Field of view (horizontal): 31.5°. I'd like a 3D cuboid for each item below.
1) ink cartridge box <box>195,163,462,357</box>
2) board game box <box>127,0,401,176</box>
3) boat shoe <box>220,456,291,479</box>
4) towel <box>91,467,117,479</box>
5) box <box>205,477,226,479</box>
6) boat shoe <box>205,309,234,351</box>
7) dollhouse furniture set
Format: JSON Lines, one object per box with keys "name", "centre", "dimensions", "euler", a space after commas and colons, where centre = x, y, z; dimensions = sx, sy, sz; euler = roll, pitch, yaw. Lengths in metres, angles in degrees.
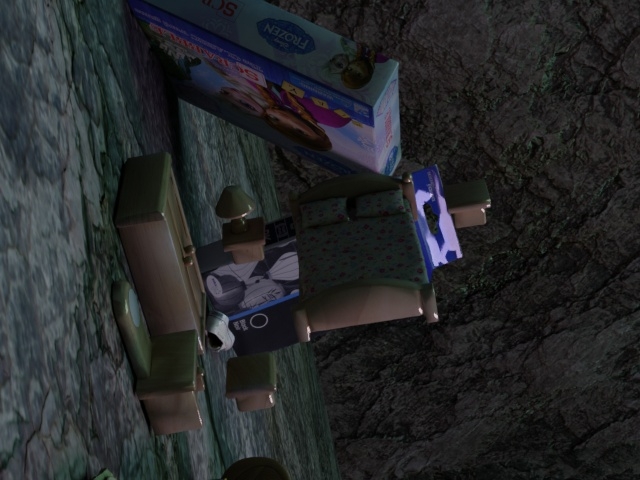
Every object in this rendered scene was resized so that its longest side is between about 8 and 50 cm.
{"name": "ink cartridge box", "centre": [0.019, 0.032, 1.463], "dimensions": [0.065, 0.332, 0.165], "euler": [-108, 176, -55]}
{"name": "board game box", "centre": [-0.056, -0.192, 1.379], "dimensions": [0.066, 0.318, 0.318], "euler": [-61, 168, -11]}
{"name": "boat shoe", "centre": [-0.070, 0.366, 1.148], "dimensions": [0.089, 0.104, 0.285], "euler": [87, 4, -69]}
{"name": "towel", "centre": [-0.138, 0.232, 0.750], "dimensions": [0.110, 0.027, 0.148], "euler": [-70, 150, -84]}
{"name": "box", "centre": [-0.113, 0.250, 0.983], "dimensions": [0.169, 0.054, 0.059], "euler": [42, 38, -86]}
{"name": "boat shoe", "centre": [-0.131, 0.122, 1.427], "dimensions": [0.100, 0.035, 0.035], "euler": [95, 18, -64]}
{"name": "dollhouse furniture set", "centre": [0.000, 0.000, 1.079], "dimensions": [0.303, 0.355, 0.174], "euler": [-95, 174, -57]}
